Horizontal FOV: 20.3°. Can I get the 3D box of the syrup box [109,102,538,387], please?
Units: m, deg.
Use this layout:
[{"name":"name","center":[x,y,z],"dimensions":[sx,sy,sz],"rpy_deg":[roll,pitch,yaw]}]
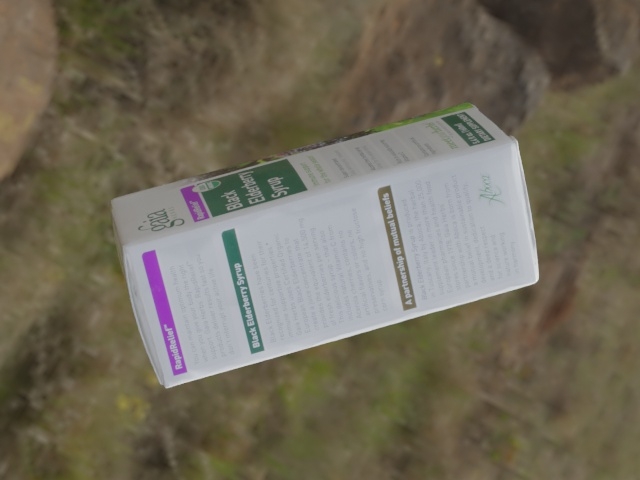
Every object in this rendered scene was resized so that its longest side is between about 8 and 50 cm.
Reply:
[{"name":"syrup box","center":[0.000,0.000,1.065],"dimensions":[0.093,0.237,0.096],"rpy_deg":[-123,-160,-69]}]
